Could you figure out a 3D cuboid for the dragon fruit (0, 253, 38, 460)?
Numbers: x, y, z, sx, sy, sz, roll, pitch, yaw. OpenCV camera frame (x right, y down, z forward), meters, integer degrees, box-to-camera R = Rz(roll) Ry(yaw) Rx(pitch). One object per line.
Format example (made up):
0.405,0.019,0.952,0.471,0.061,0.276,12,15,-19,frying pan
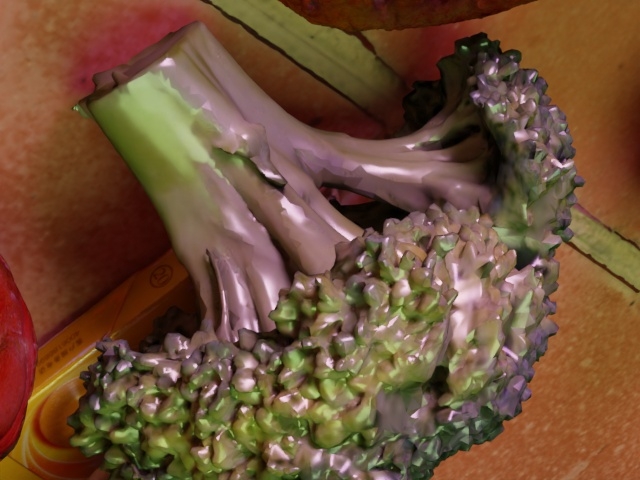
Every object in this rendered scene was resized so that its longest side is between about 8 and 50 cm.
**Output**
-0.245,0.062,0.752,0.172,0.172,0.209,-36,141,1,dragon fruit

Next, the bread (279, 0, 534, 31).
0.096,-0.176,0.763,0.269,0.095,0.139,0,143,3,bread

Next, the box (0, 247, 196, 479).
-0.165,0.131,0.951,0.269,0.043,0.152,-38,139,2,box

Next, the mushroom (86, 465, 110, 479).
-0.057,0.197,0.998,0.329,0.122,0.159,16,86,-56,mushroom

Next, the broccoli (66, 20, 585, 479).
0.017,0.015,0.795,0.375,0.249,0.302,-43,132,-16,broccoli
